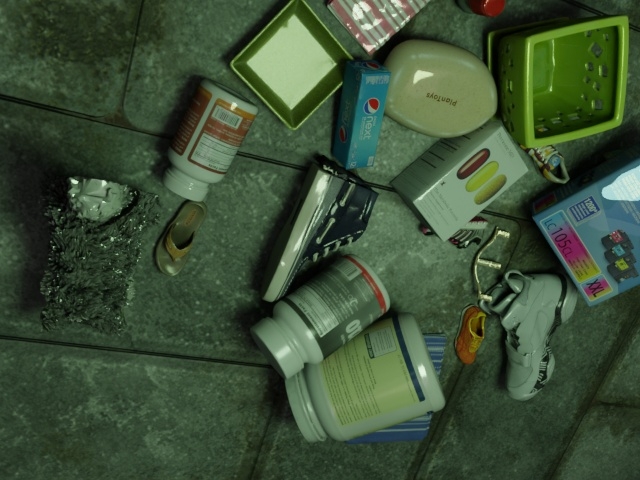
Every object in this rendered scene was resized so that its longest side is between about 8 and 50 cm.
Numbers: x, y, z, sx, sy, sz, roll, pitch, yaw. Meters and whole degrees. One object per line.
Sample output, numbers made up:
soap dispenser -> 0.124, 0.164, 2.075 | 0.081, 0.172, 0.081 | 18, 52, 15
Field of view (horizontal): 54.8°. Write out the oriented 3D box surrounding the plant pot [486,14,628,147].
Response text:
plant pot -> 0.473, -0.344, 1.289 | 0.228, 0.207, 0.227 | -15, 117, -11

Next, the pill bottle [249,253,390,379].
pill bottle -> -0.001, 0.168, 1.360 | 0.283, 0.161, 0.161 | -35, 120, -17

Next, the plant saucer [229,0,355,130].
plant saucer -> -0.053, -0.347, 1.216 | 0.188, 0.045, 0.188 | -44, 118, 5

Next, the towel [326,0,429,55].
towel -> 0.127, -0.475, 1.200 | 0.197, 0.029, 0.144 | -39, 120, 18

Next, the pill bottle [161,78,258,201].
pill bottle -> -0.220, -0.190, 1.192 | 0.121, 0.121, 0.216 | 24, 105, -25

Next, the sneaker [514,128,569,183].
sneaker -> 0.519, -0.208, 1.433 | 0.069, 0.084, 0.185 | -45, 118, 5

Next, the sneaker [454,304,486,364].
sneaker -> 0.392, 0.254, 1.609 | 0.064, 0.067, 0.175 | -9, 117, -15

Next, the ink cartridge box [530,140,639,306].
ink cartridge box -> 0.726, -0.063, 1.411 | 0.395, 0.151, 0.270 | -32, 98, 21

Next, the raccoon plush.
raccoon plush -> -0.424, 0.042, 1.072 | 0.216, 0.446, 0.299 | 11, 90, -4

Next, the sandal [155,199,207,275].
sandal -> -0.292, -0.003, 1.293 | 0.072, 0.049, 0.180 | 24, 104, -25

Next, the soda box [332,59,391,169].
soda box -> 0.081, -0.254, 1.255 | 0.067, 0.071, 0.210 | -9, 129, -24

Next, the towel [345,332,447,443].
towel -> 0.194, 0.393, 1.633 | 0.243, 0.040, 0.336 | 2, 111, -15

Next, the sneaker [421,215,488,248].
sneaker -> 0.320, -0.013, 1.469 | 0.170, 0.063, 0.075 | -5, 108, -20

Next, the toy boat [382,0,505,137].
toy boat -> 0.268, -0.370, 1.266 | 0.267, 0.148, 0.318 | 18, 114, -18

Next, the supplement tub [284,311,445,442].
supplement tub -> 0.101, 0.325, 1.437 | 0.324, 0.235, 0.235 | -20, 118, 7

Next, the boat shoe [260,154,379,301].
boat shoe -> 0.000, 0.000, 1.338 | 0.158, 0.127, 0.341 | 21, 105, -16

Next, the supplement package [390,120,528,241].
supplement package -> 0.305, -0.142, 1.367 | 0.244, 0.134, 0.139 | -41, 119, 3

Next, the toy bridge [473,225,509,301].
toy bridge -> 0.417, 0.056, 1.538 | 0.063, 0.026, 0.188 | 13, 99, 6

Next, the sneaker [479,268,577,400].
sneaker -> 0.507, 0.240, 1.604 | 0.210, 0.137, 0.366 | 11, 105, -20

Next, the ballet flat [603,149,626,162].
ballet flat -> 0.711, -0.061, 1.553 | 0.123, 0.123, 0.349 | 0, 114, -17
